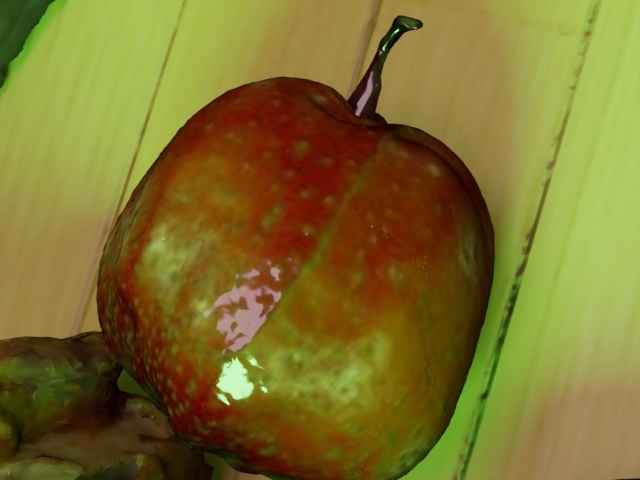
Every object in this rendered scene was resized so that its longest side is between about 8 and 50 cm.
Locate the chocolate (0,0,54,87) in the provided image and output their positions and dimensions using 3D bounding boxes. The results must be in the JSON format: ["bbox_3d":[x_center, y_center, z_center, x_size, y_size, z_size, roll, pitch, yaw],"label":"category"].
[{"bbox_3d":[-0.193,-0.149,0.845,0.112,0.112,0.321,34,91,33],"label":"chocolate"}]

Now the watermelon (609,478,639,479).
[{"bbox_3d":[0.092,0.223,0.604,0.224,0.180,0.305,14,78,13],"label":"watermelon"}]

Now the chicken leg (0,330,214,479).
[{"bbox_3d":[-0.173,0.133,0.686,0.409,0.182,0.295,26,52,-13],"label":"chicken leg"}]

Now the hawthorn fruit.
[{"bbox_3d":[0.000,0.000,0.703,0.157,0.157,0.194,21,88,24],"label":"hawthorn fruit"}]
